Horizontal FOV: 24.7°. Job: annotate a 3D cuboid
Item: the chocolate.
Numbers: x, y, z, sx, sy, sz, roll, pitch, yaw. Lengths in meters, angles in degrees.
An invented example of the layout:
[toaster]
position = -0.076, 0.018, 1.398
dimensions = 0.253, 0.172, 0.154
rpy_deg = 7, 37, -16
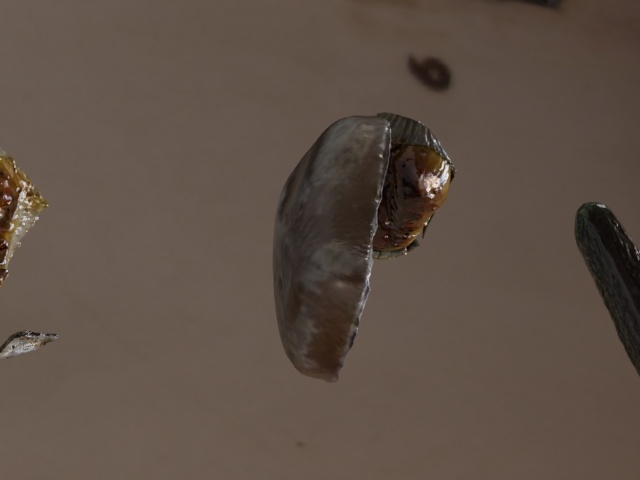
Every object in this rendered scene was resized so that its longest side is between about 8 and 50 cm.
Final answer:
[chocolate]
position = -0.001, -0.002, 1.272
dimensions = 0.254, 0.080, 0.157
rpy_deg = -82, -172, -47

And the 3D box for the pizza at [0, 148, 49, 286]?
[pizza]
position = -0.452, -0.003, 1.842
dimensions = 0.365, 0.182, 0.074
rpy_deg = -62, -148, 30

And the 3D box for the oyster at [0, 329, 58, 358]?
[oyster]
position = -0.308, 0.105, 1.537
dimensions = 0.054, 0.083, 0.019
rpy_deg = -29, -105, 29

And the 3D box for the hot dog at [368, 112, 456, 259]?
[hot dog]
position = 0.079, -0.065, 1.924
dimensions = 0.082, 0.162, 0.270
rpy_deg = -59, 175, -34

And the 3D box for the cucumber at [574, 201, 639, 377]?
[cucumber]
position = 0.378, 0.062, 1.783
dimensions = 0.241, 0.074, 0.074
rpy_deg = 63, -22, -2
